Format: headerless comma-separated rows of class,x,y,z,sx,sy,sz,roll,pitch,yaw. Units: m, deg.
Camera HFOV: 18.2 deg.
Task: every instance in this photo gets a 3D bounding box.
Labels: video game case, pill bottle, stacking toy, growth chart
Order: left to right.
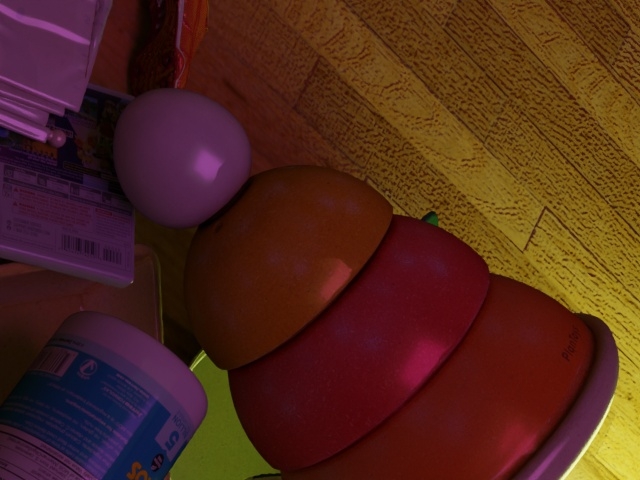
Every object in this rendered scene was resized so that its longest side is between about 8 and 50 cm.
growth chart,-0.252,-0.198,1.711,0.172,0.021,0.237,31,62,-26
video game case,-0.247,-0.066,1.706,0.201,0.023,0.183,16,61,-33
pill bottle,-0.217,0.198,1.629,0.146,0.146,0.264,50,62,-33
stacking toy,-0.001,0.049,1.767,0.480,0.351,0.350,48,61,-11

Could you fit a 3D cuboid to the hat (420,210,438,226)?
hat,0.000,0.000,2.000,0.173,0.184,0.208,-51,165,-36

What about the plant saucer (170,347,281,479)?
plant saucer,-0.068,0.190,1.944,0.241,0.037,0.241,-4,96,-42

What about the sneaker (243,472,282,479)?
sneaker,-0.075,0.334,1.835,0.235,0.153,0.094,-44,128,-10

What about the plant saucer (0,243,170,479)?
plant saucer,-0.285,0.180,1.718,0.333,0.081,0.332,-9,101,-42

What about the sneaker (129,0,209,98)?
sneaker,-0.130,-0.185,1.838,0.067,0.064,0.175,13,88,-52
